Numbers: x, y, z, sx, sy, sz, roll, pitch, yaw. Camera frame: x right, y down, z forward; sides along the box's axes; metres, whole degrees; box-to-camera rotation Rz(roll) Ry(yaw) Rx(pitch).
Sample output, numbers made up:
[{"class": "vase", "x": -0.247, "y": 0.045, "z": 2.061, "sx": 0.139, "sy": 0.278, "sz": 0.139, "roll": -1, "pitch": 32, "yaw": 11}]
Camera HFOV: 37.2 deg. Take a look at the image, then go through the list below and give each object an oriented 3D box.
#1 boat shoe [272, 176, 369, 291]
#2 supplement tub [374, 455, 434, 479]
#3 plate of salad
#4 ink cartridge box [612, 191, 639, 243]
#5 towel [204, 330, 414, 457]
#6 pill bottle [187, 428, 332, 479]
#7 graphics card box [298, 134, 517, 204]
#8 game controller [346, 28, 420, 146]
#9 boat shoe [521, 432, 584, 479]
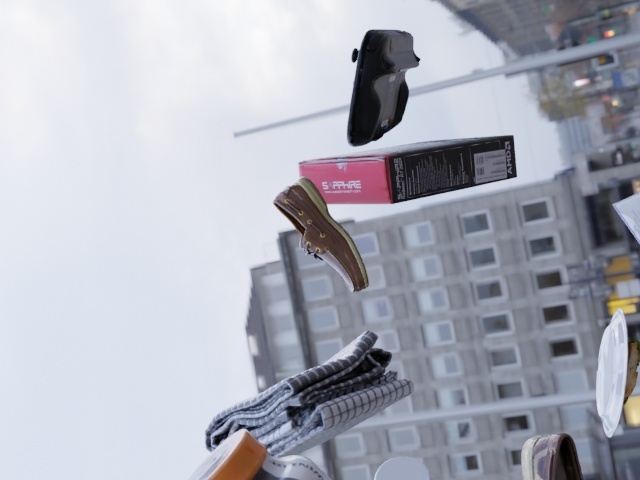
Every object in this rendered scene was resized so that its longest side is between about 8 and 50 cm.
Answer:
[{"class": "boat shoe", "x": 0.000, "y": 0.000, "z": 1.276, "sx": 0.178, "sy": 0.060, "sz": 0.064, "roll": 56, "pitch": 163, "yaw": 14}, {"class": "supplement tub", "x": 0.191, "y": 0.583, "z": 2.097, "sx": 0.144, "sy": 0.144, "sz": 0.200, "roll": -81, "pitch": -17, "yaw": -46}, {"class": "plate of salad", "x": 0.464, "y": 0.205, "z": 1.474, "sx": 0.200, "sy": 0.048, "sz": 0.200, "roll": 5, "pitch": -90, "yaw": -83}, {"class": "ink cartridge box", "x": 0.593, "y": -0.023, "z": 1.458, "sx": 0.206, "sy": 0.208, "sz": 0.045, "roll": 52, "pitch": -137, "yaw": -13}, {"class": "towel", "x": -0.026, "y": 0.267, "z": 1.533, "sx": 0.235, "sy": 0.283, "sz": 0.121, "roll": -13, "pitch": -109, "yaw": -45}, {"class": "pill bottle", "x": -0.012, "y": 0.279, "z": 0.833, "sx": 0.246, "sy": 0.130, "sz": 0.130, "roll": 46, "pitch": -155, "yaw": -6}, {"class": "graphics card box", "x": 0.172, "y": -0.136, "z": 1.812, "sx": 0.370, "sy": 0.232, "sz": 0.094, "roll": -15, "pitch": -79, "yaw": -42}, {"class": "game controller", "x": 0.092, "y": -0.235, "z": 1.447, "sx": 0.319, "sy": 0.067, "sz": 0.167, "roll": -39, "pitch": -31, "yaw": -71}, {"class": "boat shoe", "x": 0.481, "y": 0.545, "z": 1.852, "sx": 0.123, "sy": 0.123, "sz": 0.342, "roll": 8, "pitch": -113, "yaw": -26}]
